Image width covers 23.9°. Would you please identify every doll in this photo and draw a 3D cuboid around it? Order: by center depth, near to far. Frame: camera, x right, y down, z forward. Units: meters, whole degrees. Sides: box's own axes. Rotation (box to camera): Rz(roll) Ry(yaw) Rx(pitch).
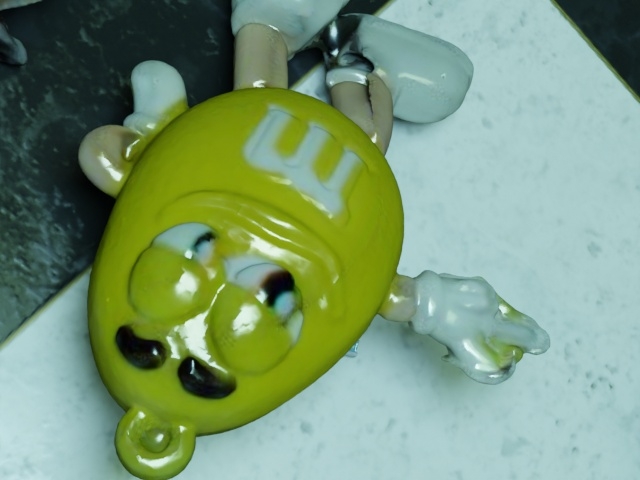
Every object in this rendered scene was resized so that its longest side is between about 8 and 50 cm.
[{"bbox_3d":[-0.012,-0.032,1.136,0.348,0.161,0.423,-1,61,-19],"label":"doll"}]

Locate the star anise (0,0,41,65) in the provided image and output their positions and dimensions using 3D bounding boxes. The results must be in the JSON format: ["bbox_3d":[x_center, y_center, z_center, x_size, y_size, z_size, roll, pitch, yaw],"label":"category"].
[{"bbox_3d":[-0.271,-0.200,1.086,0.257,0.198,0.110,-37,54,-23],"label":"star anise"}]

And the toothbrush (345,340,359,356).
[{"bbox_3d":[-0.044,0.066,1.183,0.162,0.014,0.017,16,85,-17],"label":"toothbrush"}]
